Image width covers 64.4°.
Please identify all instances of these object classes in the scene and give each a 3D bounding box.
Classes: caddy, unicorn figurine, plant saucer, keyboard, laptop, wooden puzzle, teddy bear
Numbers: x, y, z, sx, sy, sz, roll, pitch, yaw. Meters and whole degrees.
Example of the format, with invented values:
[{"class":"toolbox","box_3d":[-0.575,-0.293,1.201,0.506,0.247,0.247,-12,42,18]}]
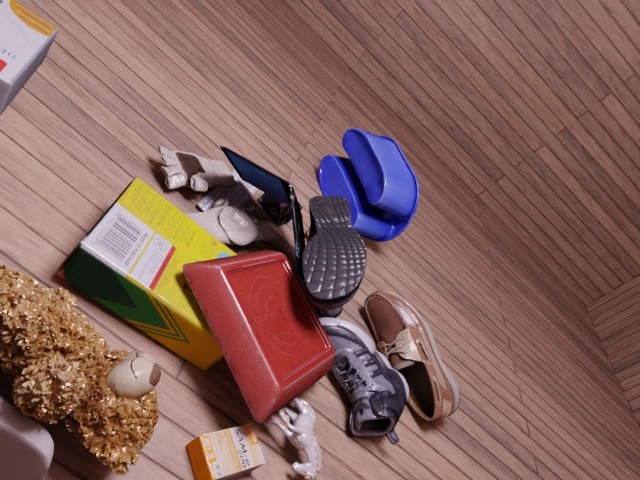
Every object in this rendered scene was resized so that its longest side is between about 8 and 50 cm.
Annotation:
[{"class":"caddy","box_3d":[0.145,-0.160,1.467,0.179,0.241,0.342,13,45,-41]},{"class":"unicorn figurine","box_3d":[-0.037,0.308,0.820,0.111,0.060,0.162,43,29,-10]},{"class":"plant saucer","box_3d":[-0.078,0.129,0.842,0.259,0.047,0.258,61,24,9]},{"class":"keyboard","box_3d":[-0.200,-0.106,1.149,0.072,0.014,0.256,43,29,-10]},{"class":"laptop","box_3d":[-0.108,-0.043,1.058,0.234,0.136,0.265,75,9,-81]},{"class":"wooden puzzle","box_3d":[-0.140,-0.024,1.136,0.078,0.014,0.116,28,34,-41]},{"class":"teddy bear","box_3d":[-0.304,0.108,0.567,0.338,0.245,0.113,43,72,-2]}]

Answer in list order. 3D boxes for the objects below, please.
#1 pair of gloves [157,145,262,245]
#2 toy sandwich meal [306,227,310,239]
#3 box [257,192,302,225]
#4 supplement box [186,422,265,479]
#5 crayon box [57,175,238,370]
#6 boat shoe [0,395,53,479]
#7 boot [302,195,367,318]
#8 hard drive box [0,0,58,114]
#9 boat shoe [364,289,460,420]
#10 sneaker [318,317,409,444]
[{"class":"pair of gloves","box_3d":[-0.219,-0.089,1.043,0.204,0.042,0.240,1,54,-54]},{"class":"toy sandwich meal","box_3d":[0.000,0.000,1.283,0.085,0.029,0.086,34,31,-25]},{"class":"box","box_3d":[-0.097,-0.088,1.220,0.083,0.062,0.052,53,29,7]},{"class":"supplement box","box_3d":[-0.132,0.302,0.718,0.098,0.036,0.062,9,48,-51]},{"class":"crayon box","box_3d":[-0.224,0.066,0.825,0.318,0.081,0.202,41,29,-19]},{"class":"boat shoe","box_3d":[-0.407,0.112,0.483,0.340,0.127,0.158,41,14,-31]},{"class":"boot","box_3d":[0.025,0.077,1.015,0.118,0.223,0.338,3,33,2]},{"class":"hard drive box","box_3d":[-0.565,-0.325,0.826,0.181,0.089,0.232,30,34,-30]},{"class":"boat shoe","box_3d":[0.198,0.257,1.156,0.116,0.123,0.325,-8,59,-55]},{"class":"sneaker","box_3d":[0.071,0.270,0.972,0.268,0.101,0.153,44,26,-14]}]
